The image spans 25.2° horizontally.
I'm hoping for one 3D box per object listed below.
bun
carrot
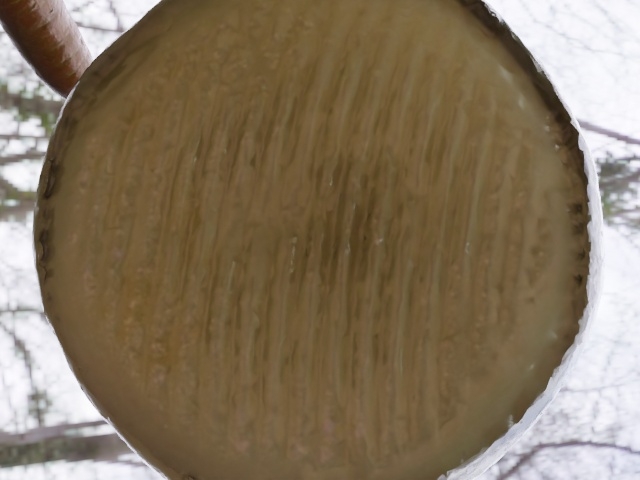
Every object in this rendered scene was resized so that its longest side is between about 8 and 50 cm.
[{"bbox_3d":[0.000,0.000,0.709,0.287,0.146,0.287,-1,-107,5],"label":"bun"},{"bbox_3d":[-0.180,-0.137,0.904,0.048,0.139,0.048,-13,-135,13],"label":"carrot"}]
